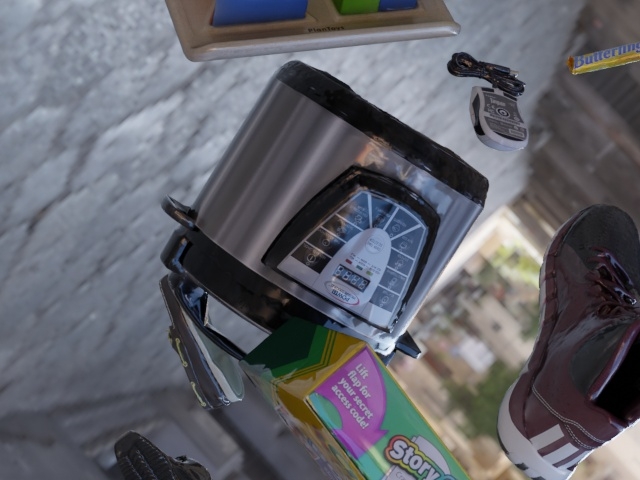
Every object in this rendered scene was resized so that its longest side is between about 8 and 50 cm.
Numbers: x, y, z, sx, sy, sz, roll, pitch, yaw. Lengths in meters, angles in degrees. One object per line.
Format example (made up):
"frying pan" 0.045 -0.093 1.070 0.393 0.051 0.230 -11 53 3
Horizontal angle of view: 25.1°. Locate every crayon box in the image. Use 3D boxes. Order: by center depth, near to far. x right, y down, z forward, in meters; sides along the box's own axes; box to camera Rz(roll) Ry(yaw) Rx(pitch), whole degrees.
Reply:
"crayon box" 0.078 0.270 1.685 0.106 0.363 0.313 -40 -168 -10

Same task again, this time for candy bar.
"candy bar" 0.447 -0.277 2.149 0.161 0.018 0.040 -11 -136 8

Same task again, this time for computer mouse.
"computer mouse" 0.218 -0.167 1.830 0.193 0.106 0.042 -90 -158 -51

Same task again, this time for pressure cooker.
"pressure cooker" 0.000 0.000 2.063 0.420 0.370 0.375 -57 152 5

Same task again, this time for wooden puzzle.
"wooden puzzle" -0.036 -0.344 1.675 0.322 0.348 0.080 -8 137 -17

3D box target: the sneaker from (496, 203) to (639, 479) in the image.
"sneaker" 0.251 0.063 1.173 0.162 0.106 0.281 -38 -156 51

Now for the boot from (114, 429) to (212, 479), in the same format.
"boot" -0.247 0.359 2.280 0.077 0.198 0.137 -32 -163 12

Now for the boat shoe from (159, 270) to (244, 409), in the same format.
"boat shoe" -0.197 0.154 2.196 0.068 0.228 0.081 -24 -173 18
